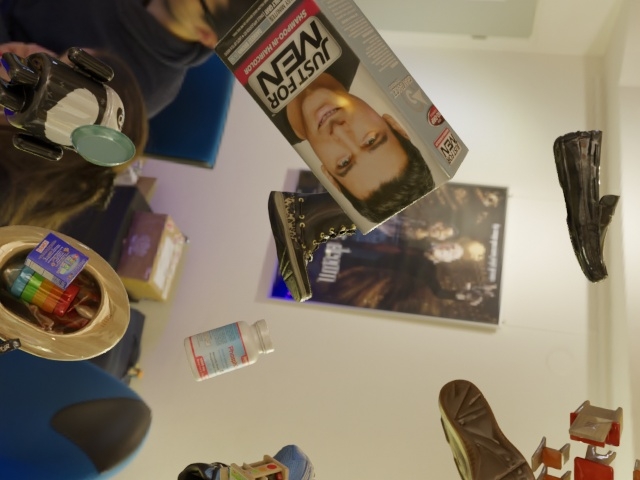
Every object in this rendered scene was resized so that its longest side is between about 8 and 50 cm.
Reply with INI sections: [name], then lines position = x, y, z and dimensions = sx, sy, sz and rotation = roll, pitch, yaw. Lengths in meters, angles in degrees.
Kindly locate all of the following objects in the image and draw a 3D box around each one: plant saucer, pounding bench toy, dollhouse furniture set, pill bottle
[plant saucer]
position = -0.411, -0.175, 1.265
dimensions = 0.021, 0.119, 0.119
rotation = -61, -175, 35
[pounding bench toy]
position = -0.088, 0.317, 0.891
dimensions = 0.065, 0.083, 0.052
rotation = -2, 99, -39
[dollhouse furniture set]
position = 0.580, 0.487, 1.427
dimensions = 0.135, 0.261, 0.259
rotation = -27, 116, -48
[pill bottle]
position = -0.174, 0.206, 1.290
dimensions = 0.087, 0.160, 0.087
rotation = 163, -90, -81

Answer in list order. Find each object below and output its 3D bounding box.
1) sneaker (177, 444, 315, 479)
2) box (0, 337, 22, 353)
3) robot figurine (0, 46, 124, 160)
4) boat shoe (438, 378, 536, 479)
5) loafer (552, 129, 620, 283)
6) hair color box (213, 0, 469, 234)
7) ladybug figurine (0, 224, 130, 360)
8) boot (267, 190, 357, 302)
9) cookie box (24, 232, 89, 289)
[sneaker]
position = -0.131, 0.389, 1.032
dimensions = 0.330, 0.129, 0.147
rotation = -20, 77, -56
[box]
position = -0.631, 0.213, 1.299
dimensions = 0.083, 0.067, 0.018
rotation = -21, 95, -42
[robot figurine]
position = -0.557, -0.292, 1.440
dimensions = 0.278, 0.209, 0.174
rotation = 24, 55, -50
[boat shoe]
position = 0.291, 0.395, 1.179
dimensions = 0.098, 0.109, 0.302
rotation = 86, -16, -52
[loafer]
position = 0.392, -0.049, 0.968
dimensions = 0.076, 0.078, 0.223
rotation = -16, 95, -69
[hair color box]
position = 0.034, -0.214, 1.031
dimensions = 0.374, 0.185, 0.114
rotation = 50, 37, -8
[ladybug figurine]
position = -0.711, 0.138, 1.741
dimensions = 0.305, 0.449, 0.162
rotation = -59, -172, -23
[boot]
position = 0.000, -0.002, 1.357
dimensions = 0.085, 0.178, 0.237
rotation = 123, -45, -62
[cookie box]
position = -0.606, 0.047, 1.545
dimensions = 0.040, 0.107, 0.092
rotation = -45, -168, 43
